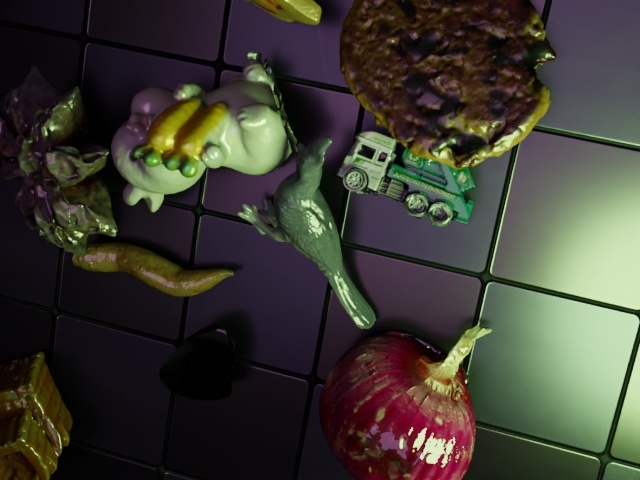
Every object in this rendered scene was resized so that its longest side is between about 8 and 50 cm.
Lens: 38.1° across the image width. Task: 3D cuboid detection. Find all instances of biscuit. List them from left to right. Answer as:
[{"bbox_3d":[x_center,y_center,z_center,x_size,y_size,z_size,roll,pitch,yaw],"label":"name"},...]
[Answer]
[{"bbox_3d":[-0.107,-0.397,1.383,0.212,0.239,0.041,33,87,32],"label":"biscuit"},{"bbox_3d":[0.191,-0.270,1.380,0.289,0.081,0.334,-36,79,7],"label":"biscuit"}]

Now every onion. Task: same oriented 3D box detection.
[{"bbox_3d":[0.119,0.284,1.467,0.256,0.230,0.272,8,111,14],"label":"onion"}]

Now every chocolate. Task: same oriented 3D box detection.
[{"bbox_3d":[-0.193,0.209,1.611,0.125,0.080,0.148,42,102,-9],"label":"chocolate"}]

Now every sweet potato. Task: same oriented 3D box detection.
[{"bbox_3d":[-0.289,0.052,1.611,0.281,0.059,0.067,16,74,8],"label":"sweet potato"}]

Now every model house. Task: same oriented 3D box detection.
[{"bbox_3d":[-0.561,0.339,1.681,0.220,0.199,0.229,21,111,-3],"label":"model house"}]

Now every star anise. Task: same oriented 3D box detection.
[{"bbox_3d":[-0.448,-0.126,1.532,0.332,0.117,0.331,17,115,40],"label":"star anise"}]

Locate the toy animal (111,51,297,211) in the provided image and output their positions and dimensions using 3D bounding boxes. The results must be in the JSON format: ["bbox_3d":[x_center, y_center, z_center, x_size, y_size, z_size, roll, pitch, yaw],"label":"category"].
[{"bbox_3d":[-0.199,-0.160,1.459,0.310,0.247,0.183,-20,79,3],"label":"toy animal"}]

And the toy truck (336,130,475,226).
[{"bbox_3d":[0.143,-0.100,1.443,0.216,0.110,0.116,23,94,10],"label":"toy truck"}]

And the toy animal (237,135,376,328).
[{"bbox_3d":[-0.031,-0.021,1.482,0.206,0.081,0.367,15,135,35],"label":"toy animal"}]
